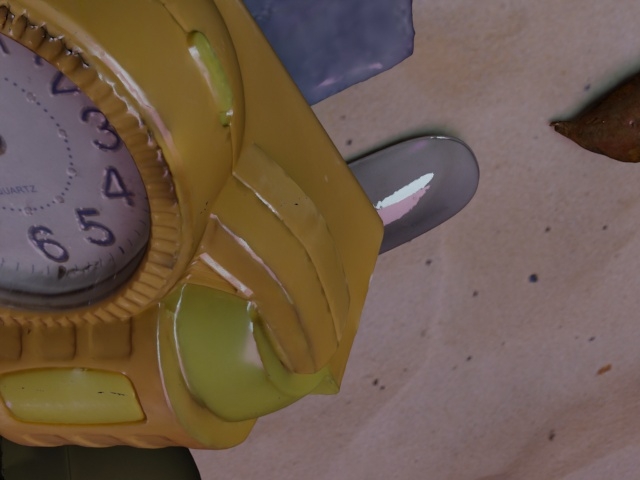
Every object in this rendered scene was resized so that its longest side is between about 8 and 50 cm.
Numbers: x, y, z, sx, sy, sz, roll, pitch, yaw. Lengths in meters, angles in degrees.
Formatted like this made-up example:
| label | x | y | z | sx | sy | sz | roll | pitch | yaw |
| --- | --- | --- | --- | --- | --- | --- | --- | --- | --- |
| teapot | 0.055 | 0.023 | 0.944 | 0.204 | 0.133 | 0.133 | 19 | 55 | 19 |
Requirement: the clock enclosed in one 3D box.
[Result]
| label | x | y | z | sx | sy | sz | roll | pitch | yaw |
| --- | --- | --- | --- | --- | --- | --- | --- | --- | --- |
| clock | -0.130 | -0.046 | 0.827 | 0.244 | 0.200 | 0.317 | -6 | 132 | 26 |

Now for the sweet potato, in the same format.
| label | x | y | z | sx | sy | sz | roll | pitch | yaw |
| --- | --- | --- | --- | --- | --- | --- | --- | --- | --- |
| sweet potato | 0.265 | -0.094 | 1.068 | 0.226 | 0.068 | 0.068 | -20 | 135 | -7 |

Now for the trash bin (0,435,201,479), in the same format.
| label | x | y | z | sx | sy | sz | roll | pitch | yaw |
| --- | --- | --- | --- | --- | --- | --- | --- | --- | --- |
| trash bin | -0.236 | 0.186 | 0.998 | 0.334 | 0.214 | 0.214 | -8 | 132 | -13 |

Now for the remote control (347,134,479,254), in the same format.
| label | x | y | z | sx | sy | sz | roll | pitch | yaw |
| --- | --- | --- | --- | --- | --- | --- | --- | --- | --- |
| remote control | 0.000 | 0.000 | 1.050 | 0.229 | 0.044 | 0.073 | -25 | 138 | -2 |

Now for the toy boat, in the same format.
| label | x | y | z | sx | sy | sz | roll | pitch | yaw |
| --- | --- | --- | --- | --- | --- | --- | --- | --- | --- |
| toy boat | -0.038 | -0.186 | 0.845 | 0.127 | 0.078 | 0.283 | -25 | 136 | 3 |
